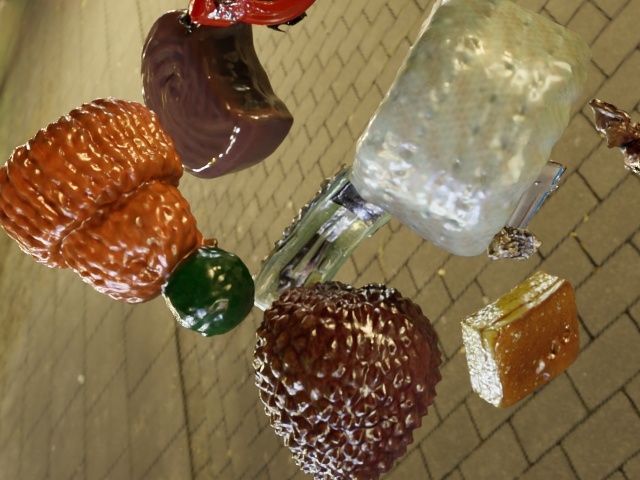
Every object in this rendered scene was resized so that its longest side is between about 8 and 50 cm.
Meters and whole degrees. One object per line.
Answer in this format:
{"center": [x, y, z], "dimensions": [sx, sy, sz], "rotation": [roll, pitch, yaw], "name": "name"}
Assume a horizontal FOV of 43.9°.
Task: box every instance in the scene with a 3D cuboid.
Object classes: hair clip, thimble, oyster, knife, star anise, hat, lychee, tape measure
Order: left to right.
{"center": [-0.287, -0.002, 1.235], "dimensions": [0.285, 0.400, 0.285], "rotation": [-38, 3, 2], "name": "hat"}
{"center": [-0.108, -0.480, 1.352], "dimensions": [0.114, 0.260, 0.253], "rotation": [-115, 28, -61], "name": "tape measure"}
{"center": [0.001, -0.001, 1.359], "dimensions": [0.321, 0.138, 0.091], "rotation": [-49, 16, 21], "name": "hair clip"}
{"center": [0.032, 0.182, 1.015], "dimensions": [0.271, 0.271, 0.271], "rotation": [-34, 46, 44], "name": "lychee"}
{"center": [0.171, -0.144, 0.951], "dimensions": [0.292, 0.195, 0.291], "rotation": [-60, -2, -3], "name": "thimble"}
{"center": [0.297, 0.005, 1.218], "dimensions": [0.083, 0.019, 0.054], "rotation": [1, 92, 15], "name": "oyster"}
{"center": [0.360, -0.056, 1.415], "dimensions": [0.365, 0.089, 0.043], "rotation": [89, 176, -66], "name": "knife"}
{"center": [0.717, -0.217, 1.801], "dimensions": [0.088, 0.288, 0.288], "rotation": [-46, 38, 33], "name": "star anise"}

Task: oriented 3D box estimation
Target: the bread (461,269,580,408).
{"center": [0.389, 0.190, 1.510], "dimensions": [0.110, 0.234, 0.184], "rotation": [24, 134, 51], "name": "bread"}

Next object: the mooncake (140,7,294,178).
{"center": [-0.208, -0.281, 1.547], "dimensions": [0.333, 0.174, 0.326], "rotation": [22, 121, 42], "name": "mooncake"}
